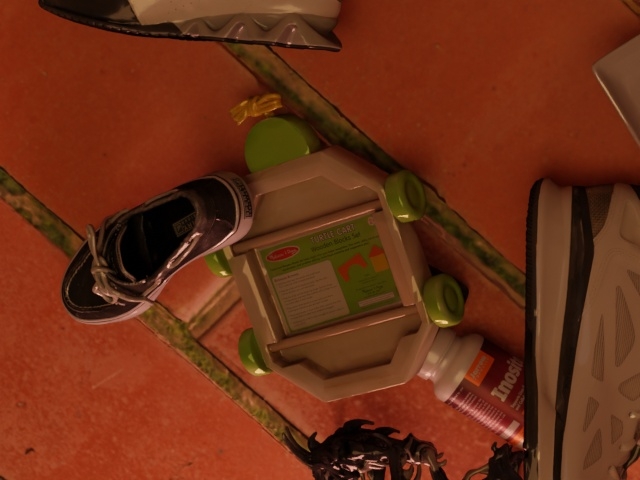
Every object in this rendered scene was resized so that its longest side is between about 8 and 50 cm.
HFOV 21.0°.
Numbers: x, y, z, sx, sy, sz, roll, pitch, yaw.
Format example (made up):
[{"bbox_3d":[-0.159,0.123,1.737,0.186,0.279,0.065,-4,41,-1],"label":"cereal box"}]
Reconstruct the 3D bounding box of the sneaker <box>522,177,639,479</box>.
[{"bbox_3d":[0.337,0.159,1.771,0.258,0.169,0.447,1,89,7],"label":"sneaker"}]

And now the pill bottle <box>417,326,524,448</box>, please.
[{"bbox_3d":[0.182,0.157,1.908,0.152,0.086,0.086,31,116,-1],"label":"pill bottle"}]

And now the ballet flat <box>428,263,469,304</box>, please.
[{"bbox_3d":[0.088,0.024,1.906,0.173,0.049,0.057,41,141,1],"label":"ballet flat"}]

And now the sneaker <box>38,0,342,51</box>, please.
[{"bbox_3d":[-0.132,-0.278,1.797,0.331,0.122,0.146,5,96,13],"label":"sneaker"}]

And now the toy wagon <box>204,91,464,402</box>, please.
[{"bbox_3d":[0.000,0.000,1.869,0.267,0.068,0.344,-17,95,32],"label":"toy wagon"}]

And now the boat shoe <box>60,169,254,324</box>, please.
[{"bbox_3d":[-0.206,0.019,1.898,0.306,0.105,0.113,-24,85,39],"label":"boat shoe"}]

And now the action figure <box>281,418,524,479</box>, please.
[{"bbox_3d":[0.089,0.277,1.942,0.276,0.164,0.141,6,85,3],"label":"action figure"}]

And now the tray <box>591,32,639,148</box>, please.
[{"bbox_3d":[0.391,-0.094,1.730,0.145,0.030,0.270,-32,92,-16],"label":"tray"}]
